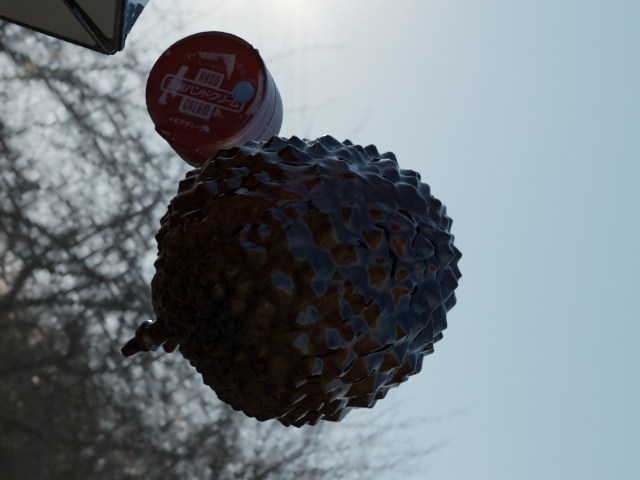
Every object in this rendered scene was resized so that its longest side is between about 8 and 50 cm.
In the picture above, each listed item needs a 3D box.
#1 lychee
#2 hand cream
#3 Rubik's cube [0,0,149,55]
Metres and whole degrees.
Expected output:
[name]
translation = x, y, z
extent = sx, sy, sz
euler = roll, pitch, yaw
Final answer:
[lychee]
translation = -0.050, 0.059, 1.866
extent = 0.424, 0.500, 0.424
euler = -16, 90, -87
[hand cream]
translation = -0.182, -0.239, 2.331
extent = 0.230, 0.230, 0.149
euler = 52, -1, 20
[Rubik's cube]
translation = -0.354, -0.464, 1.929
extent = 0.260, 0.259, 0.255
euler = 17, -43, 0
